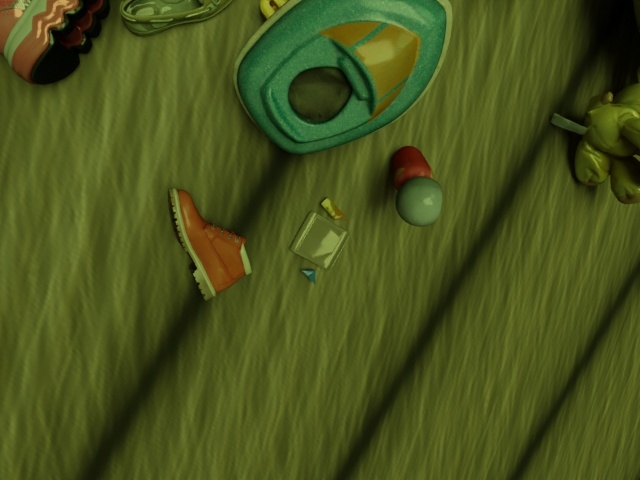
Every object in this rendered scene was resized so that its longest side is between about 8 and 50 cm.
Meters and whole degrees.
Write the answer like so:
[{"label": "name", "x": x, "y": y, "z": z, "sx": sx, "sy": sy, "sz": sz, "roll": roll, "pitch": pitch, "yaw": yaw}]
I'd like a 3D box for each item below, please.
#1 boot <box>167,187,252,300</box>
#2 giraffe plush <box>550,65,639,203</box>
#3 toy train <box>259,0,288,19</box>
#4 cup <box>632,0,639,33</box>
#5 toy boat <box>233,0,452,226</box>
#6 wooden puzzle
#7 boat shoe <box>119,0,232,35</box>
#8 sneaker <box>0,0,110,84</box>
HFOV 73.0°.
[{"label": "boot", "x": -0.148, "y": -0.005, "z": 0.580, "sx": 0.084, "sy": 0.059, "sz": 0.158, "roll": -25, "pitch": 115, "yaw": -16}, {"label": "giraffe plush", "x": 0.533, "y": -0.195, "z": 0.738, "sx": 0.170, "sy": 0.181, "sz": 0.210, "roll": -38, "pitch": 75, "yaw": -19}, {"label": "toy train", "x": -0.022, "y": -0.321, "z": 0.560, "sx": 0.125, "sy": 0.046, "sz": 0.166, "roll": -16, "pitch": 108, "yaw": -4}, {"label": "cup", "x": 0.595, "y": -0.394, "z": 0.606, "sx": 0.237, "sy": 0.331, "sz": 0.331, "roll": 15, "pitch": 95, "yaw": -23}, {"label": "toy boat", "x": 0.064, "y": -0.158, "z": 0.542, "sx": 0.267, "sy": 0.148, "sz": 0.318, "roll": -28, "pitch": 126, "yaw": 23}, {"label": "wooden puzzle", "x": 0.000, "y": 0.000, "z": 0.652, "sx": 0.078, "sy": 0.014, "sz": 0.116, "roll": 37, "pitch": 87, "yaw": -17}, {"label": "boat shoe", "x": -0.165, "y": -0.294, "z": 0.520, "sx": 0.153, "sy": 0.048, "sz": 0.056, "roll": -26, "pitch": 107, "yaw": -13}, {"label": "sneaker", "x": -0.264, "y": -0.326, "z": 0.446, "sx": 0.136, "sy": 0.116, "sz": 0.314, "roll": 34, "pitch": 86, "yaw": -17}]
